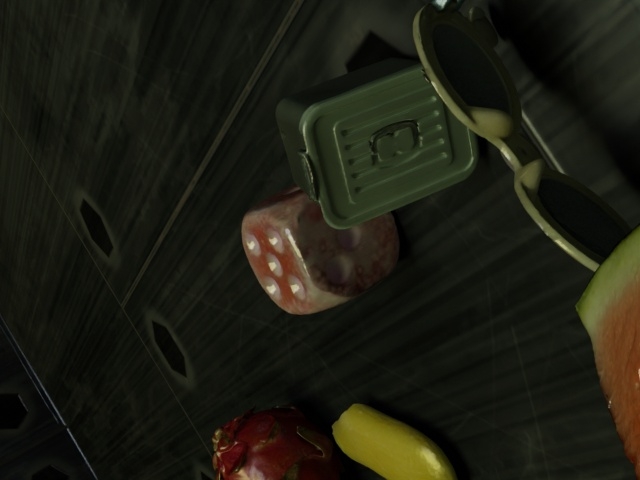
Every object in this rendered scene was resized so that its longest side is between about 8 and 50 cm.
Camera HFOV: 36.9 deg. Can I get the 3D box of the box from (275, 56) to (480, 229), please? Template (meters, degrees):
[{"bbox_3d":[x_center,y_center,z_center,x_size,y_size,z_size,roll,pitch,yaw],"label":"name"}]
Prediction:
[{"bbox_3d":[0.033,-0.068,0.613,0.069,0.122,0.084,36,144,60],"label":"box"}]

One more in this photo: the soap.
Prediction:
[{"bbox_3d":[0.069,0.196,0.890,0.168,0.033,0.089,22,132,51],"label":"soap"}]

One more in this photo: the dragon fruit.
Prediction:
[{"bbox_3d":[-0.037,0.247,1.028,0.133,0.136,0.166,-45,80,20],"label":"dragon fruit"}]

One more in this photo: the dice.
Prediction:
[{"bbox_3d":[0.000,0.000,0.753,0.094,0.093,0.091,-5,111,61],"label":"dice"}]

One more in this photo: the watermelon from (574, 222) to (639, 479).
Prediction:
[{"bbox_3d":[0.202,0.064,0.383,0.193,0.145,0.137,170,108,-82],"label":"watermelon"}]

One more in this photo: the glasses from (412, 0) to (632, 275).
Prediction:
[{"bbox_3d":[0.135,-0.092,0.436,0.189,0.088,0.220,57,152,16],"label":"glasses"}]
